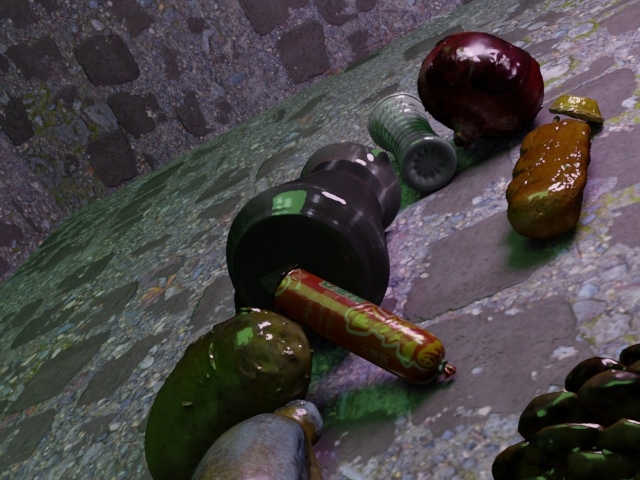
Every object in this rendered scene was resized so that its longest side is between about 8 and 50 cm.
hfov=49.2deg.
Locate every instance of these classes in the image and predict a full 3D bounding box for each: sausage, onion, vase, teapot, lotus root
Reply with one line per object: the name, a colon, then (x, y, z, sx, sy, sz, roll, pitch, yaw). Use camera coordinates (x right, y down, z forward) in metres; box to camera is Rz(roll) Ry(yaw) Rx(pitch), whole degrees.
sausage: (0.058, 0.115, 0.913, 0.264, 0.083, 0.083, 24, 53, 28)
onion: (0.304, -0.278, 1.347, 0.252, 0.252, 0.219, -5, 64, 49)
vase: (0.191, -0.205, 1.452, 0.143, 0.143, 0.299, -29, 24, 7)
teapot: (0.000, 0.000, 1.164, 0.300, 0.253, 0.344, -52, 2, 30)
lotus root: (-0.066, 0.272, 0.736, 0.140, 0.158, 0.322, -27, 13, 12)

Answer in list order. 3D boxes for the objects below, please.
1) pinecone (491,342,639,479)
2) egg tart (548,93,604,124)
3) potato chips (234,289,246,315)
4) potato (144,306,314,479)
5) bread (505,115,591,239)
pinecone: (0.247, 0.174, 0.435, 0.257, 0.244, 0.243, -18, 15, -23)
egg tart: (0.448, -0.231, 1.220, 0.105, 0.039, 0.105, 11, 12, -2)
potato chips: (-0.109, 0.065, 1.256, 0.029, 0.202, 0.220, 12, 56, 14)
potato: (-0.124, 0.219, 0.931, 0.298, 0.176, 0.141, -51, 10, 16)
bread: (0.362, -0.113, 1.089, 0.124, 0.084, 0.344, -12, 28, 30)
